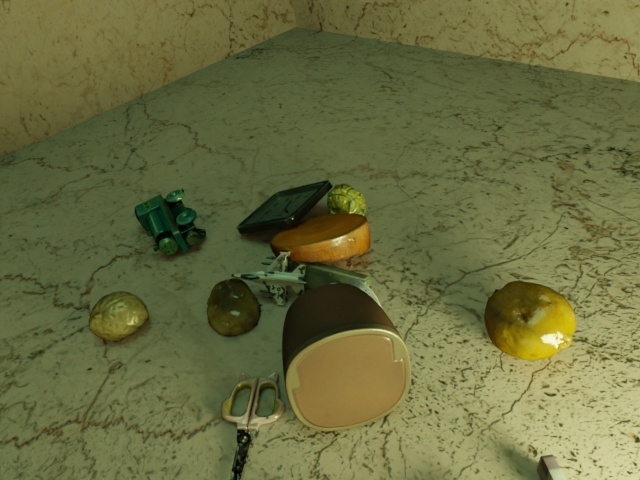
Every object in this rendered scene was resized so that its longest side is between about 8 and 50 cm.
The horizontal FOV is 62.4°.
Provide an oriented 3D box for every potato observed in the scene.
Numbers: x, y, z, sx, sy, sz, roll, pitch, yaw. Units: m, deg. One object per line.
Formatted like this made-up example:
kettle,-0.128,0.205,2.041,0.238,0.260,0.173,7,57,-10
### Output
potato,-0.252,0.178,1.519,0.164,0.081,0.200,-15,40,-10

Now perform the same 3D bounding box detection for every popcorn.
popcorn,0.088,-0.131,1.801,0.141,0.136,0.162,9,43,32

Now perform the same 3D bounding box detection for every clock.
clock,-0.119,-0.109,1.819,0.273,0.049,0.279,-8,28,40

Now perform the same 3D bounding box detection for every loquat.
loquat,0.500,0.191,1.281,0.187,0.176,0.234,-29,32,-24

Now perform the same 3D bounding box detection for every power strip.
power strip,0.027,0.115,1.541,0.272,0.078,0.052,13,17,27

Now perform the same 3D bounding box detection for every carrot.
carrot,0.000,0.000,1.624,0.307,0.100,0.258,-12,15,2

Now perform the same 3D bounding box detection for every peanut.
peanut,-0.579,0.215,1.509,0.159,0.109,0.140,-30,42,-28

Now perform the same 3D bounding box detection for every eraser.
eraser,0.455,0.474,1.020,0.026,0.065,0.105,-11,39,0

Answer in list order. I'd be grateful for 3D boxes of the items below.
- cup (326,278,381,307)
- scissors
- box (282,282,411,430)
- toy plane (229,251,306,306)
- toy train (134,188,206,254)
cup,0.055,0.178,1.402,0.142,0.134,0.173,-31,71,-23
scissors,-0.169,0.435,1.221,0.160,0.024,0.318,-2,39,8
box,0.042,0.250,1.207,0.300,0.301,0.216,-13,34,-6
toy plane,-0.142,0.108,1.539,0.234,0.160,0.082,5,4,14
toy train,-0.525,-0.060,1.848,0.194,0.120,0.298,-28,42,-12
